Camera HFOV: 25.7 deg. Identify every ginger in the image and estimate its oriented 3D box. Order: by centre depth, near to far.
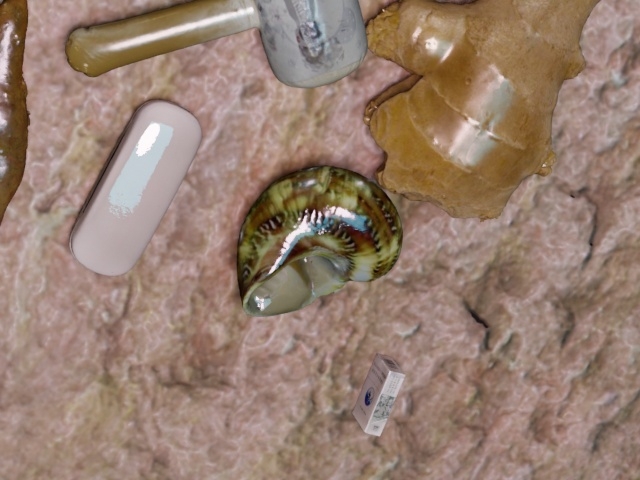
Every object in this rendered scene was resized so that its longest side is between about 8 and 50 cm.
[{"bbox_3d":[0.180,-0.211,1.548,0.236,0.166,0.376,21,77,13],"label":"ginger"}]

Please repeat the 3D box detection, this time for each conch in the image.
[{"bbox_3d":[0.000,-0.002,1.551,0.181,0.124,0.187,8,136,-29],"label":"conch"}]

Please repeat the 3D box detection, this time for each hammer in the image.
[{"bbox_3d":[-0.113,-0.227,1.446,0.305,0.113,0.202,-18,111,-3],"label":"hammer"}]

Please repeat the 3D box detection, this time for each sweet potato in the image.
[{"bbox_3d":[-0.328,-0.131,1.439,0.067,0.067,0.274,6,103,-18],"label":"sweet potato"}]

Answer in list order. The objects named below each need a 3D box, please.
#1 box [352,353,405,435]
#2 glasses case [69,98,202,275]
[{"bbox_3d":[0.069,0.183,1.670,0.024,0.054,0.083,16,104,-23],"label":"box"},{"bbox_3d":[-0.199,-0.056,1.507,0.081,0.051,0.204,27,100,-24],"label":"glasses case"}]
